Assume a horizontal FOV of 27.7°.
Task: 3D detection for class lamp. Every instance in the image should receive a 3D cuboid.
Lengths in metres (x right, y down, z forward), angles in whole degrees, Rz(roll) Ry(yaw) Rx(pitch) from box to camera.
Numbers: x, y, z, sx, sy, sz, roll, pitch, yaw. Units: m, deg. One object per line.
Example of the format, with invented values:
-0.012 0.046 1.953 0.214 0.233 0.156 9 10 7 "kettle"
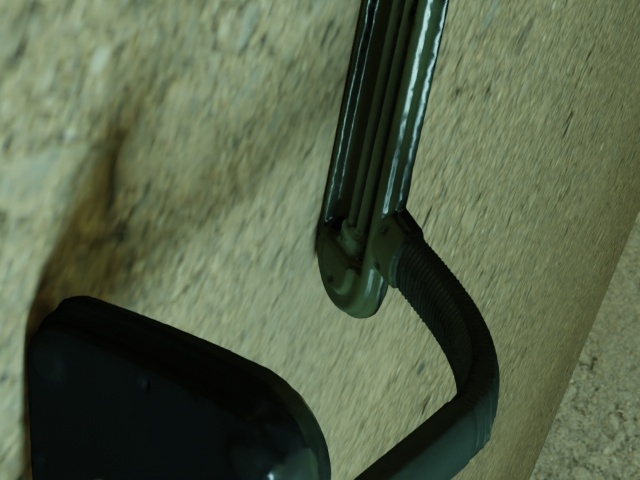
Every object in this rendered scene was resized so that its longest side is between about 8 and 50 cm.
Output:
0.007 0.001 0.468 0.283 0.124 0.203 -46 143 -56 "lamp"
